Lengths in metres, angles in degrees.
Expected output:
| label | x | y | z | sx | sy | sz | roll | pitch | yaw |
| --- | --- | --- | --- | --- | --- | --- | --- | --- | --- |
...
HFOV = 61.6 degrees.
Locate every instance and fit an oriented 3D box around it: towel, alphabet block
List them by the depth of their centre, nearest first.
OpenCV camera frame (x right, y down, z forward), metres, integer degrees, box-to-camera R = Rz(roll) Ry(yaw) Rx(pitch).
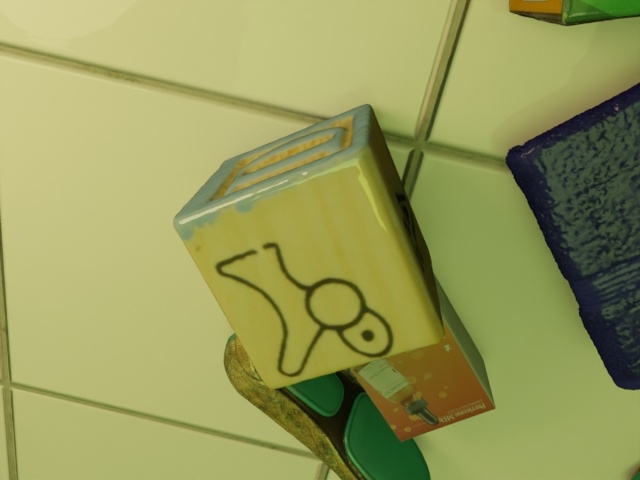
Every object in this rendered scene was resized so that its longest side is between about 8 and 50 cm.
| label | x | y | z | sx | sy | sz | roll | pitch | yaw |
| --- | --- | --- | --- | --- | --- | --- | --- | --- | --- |
| alphabet block | 0.000 | 0.000 | 0.551 | 0.192 | 0.193 | 0.197 | -18 | 112 | 16 |
| towel | 0.355 | -0.013 | 0.554 | 0.227 | 0.076 | 0.308 | -27 | 102 | 17 |

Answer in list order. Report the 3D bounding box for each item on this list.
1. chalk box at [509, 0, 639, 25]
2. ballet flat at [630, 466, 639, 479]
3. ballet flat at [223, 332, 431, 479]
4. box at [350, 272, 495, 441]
| label | x | y | z | sx | sy | sz | roll | pitch | yaw |
| --- | --- | --- | --- | --- | --- | --- | --- | --- | --- |
| chalk box | 0.309 | -0.272 | 0.395 | 0.289 | 0.180 | 0.179 | -4 | 115 | 7 |
| ballet flat | 0.513 | 0.289 | 0.700 | 0.079 | 0.077 | 0.221 | 22 | 122 | -24 |
| ballet flat | 0.006 | 0.235 | 0.716 | 0.123 | 0.123 | 0.348 | -38 | 106 | 21 |
| box | 0.114 | 0.138 | 0.658 | 0.130 | 0.091 | 0.170 | -27 | 109 | 18 |
